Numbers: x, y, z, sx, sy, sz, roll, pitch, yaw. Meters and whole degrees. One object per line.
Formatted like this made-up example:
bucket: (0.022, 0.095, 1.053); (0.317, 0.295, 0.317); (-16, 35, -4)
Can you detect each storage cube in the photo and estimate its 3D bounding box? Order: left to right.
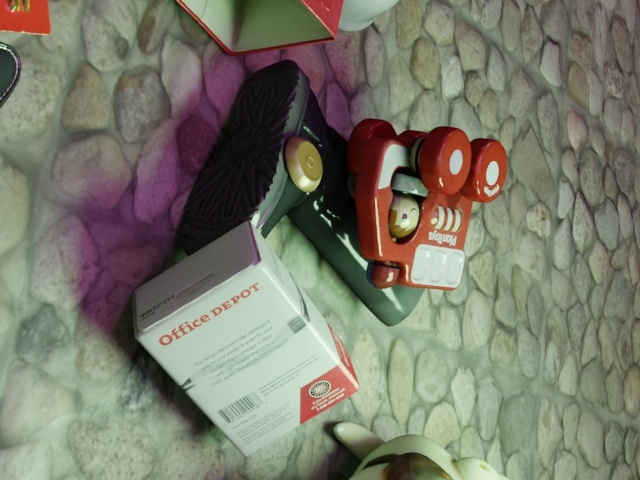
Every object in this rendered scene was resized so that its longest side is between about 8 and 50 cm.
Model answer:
storage cube: (-0.083, -0.405, 1.654); (0.183, 0.215, 0.193); (42, 53, -51)

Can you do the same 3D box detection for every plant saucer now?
plant saucer: (-0.020, -0.111, 1.637); (0.083, 0.015, 0.083); (28, 55, -49)

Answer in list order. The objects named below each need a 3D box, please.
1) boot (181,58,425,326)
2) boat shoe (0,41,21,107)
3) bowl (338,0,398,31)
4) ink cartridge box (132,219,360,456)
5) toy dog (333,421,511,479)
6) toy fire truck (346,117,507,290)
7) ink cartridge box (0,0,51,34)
boot: (0.001, -0.002, 1.790); (0.445, 0.146, 0.367); (51, 51, -41)
boat shoe: (-0.430, -0.143, 1.284); (0.302, 0.091, 0.114); (-51, 125, -41)
bowl: (0.078, -0.511, 1.931); (0.298, 0.134, 0.298); (7, 81, -50)
ink cartridge box: (-0.102, 0.137, 1.570); (0.273, 0.197, 0.114); (54, 8, -34)
toy dog: (0.148, 0.416, 1.702); (0.395, 0.284, 0.408); (58, 10, 14)
toy fire truck: (0.151, -0.047, 1.765); (0.302, 0.169, 0.254); (6, 93, -55)
ink cartridge box: (-0.449, -0.400, 1.290); (0.385, 0.091, 0.308); (-6, 91, -51)
